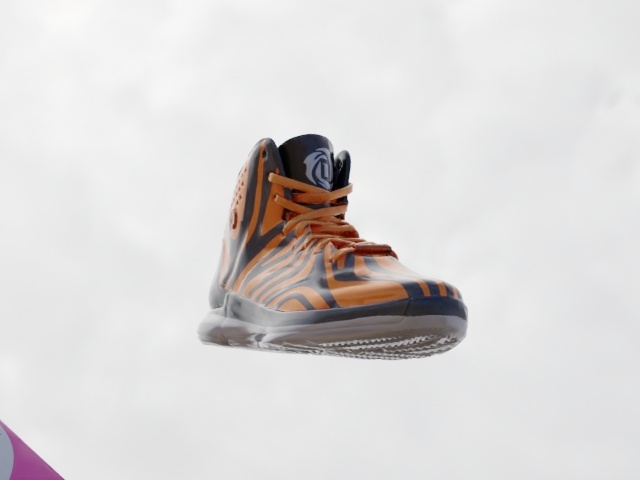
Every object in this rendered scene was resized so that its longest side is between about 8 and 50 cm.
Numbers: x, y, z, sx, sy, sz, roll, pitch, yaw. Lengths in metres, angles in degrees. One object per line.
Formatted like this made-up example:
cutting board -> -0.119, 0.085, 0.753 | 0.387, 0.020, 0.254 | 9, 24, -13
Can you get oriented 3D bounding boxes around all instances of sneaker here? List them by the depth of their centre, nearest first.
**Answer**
sneaker -> 0.000, 0.000, 1.162 | 0.125, 0.180, 0.321 | 10, -7, -35

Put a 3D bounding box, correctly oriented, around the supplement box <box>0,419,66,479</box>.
supplement box -> -0.269, 0.125, 0.843 | 0.220, 0.111, 0.114 | 42, -67, 3
